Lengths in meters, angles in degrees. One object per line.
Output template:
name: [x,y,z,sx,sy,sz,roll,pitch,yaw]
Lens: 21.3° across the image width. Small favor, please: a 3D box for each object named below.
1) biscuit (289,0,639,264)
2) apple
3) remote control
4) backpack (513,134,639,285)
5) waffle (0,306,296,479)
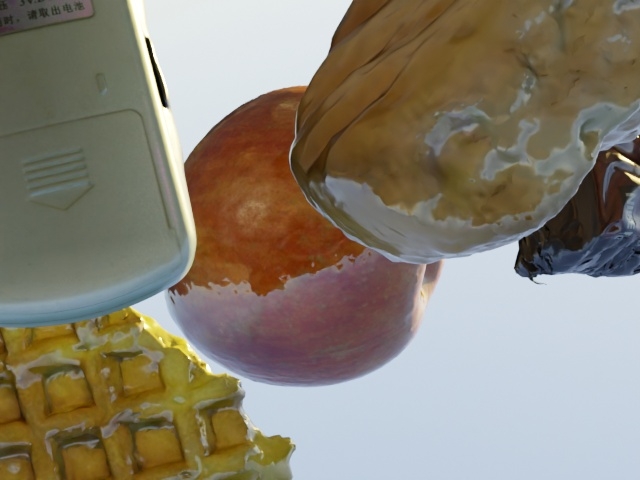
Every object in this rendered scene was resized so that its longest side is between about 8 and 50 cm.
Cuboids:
biscuit: [0.100,-0.107,0.649,0.274,0.091,0.213,-49,-164,4]
apple: [0.000,0.000,1.655,0.301,0.301,0.301,-22,-164,7]
remote control: [-0.162,-0.098,0.964,0.140,0.296,0.056,-14,167,-7]
backpack: [0.221,-0.032,1.301,0.165,0.120,0.106,-3,168,-40]
waffle: [-0.179,0.181,1.075,0.302,0.325,0.068,-58,173,-4]
